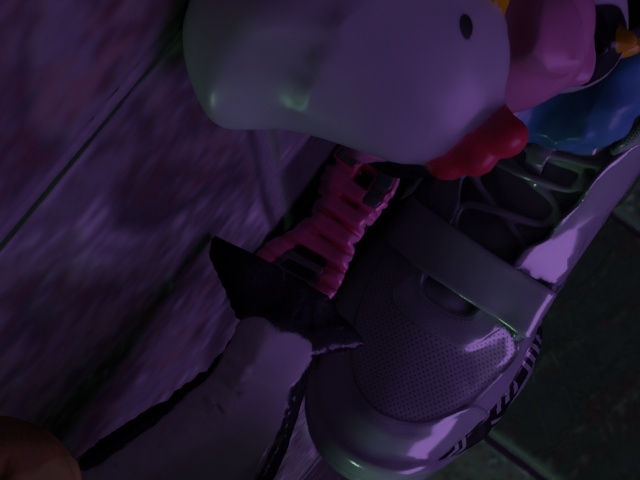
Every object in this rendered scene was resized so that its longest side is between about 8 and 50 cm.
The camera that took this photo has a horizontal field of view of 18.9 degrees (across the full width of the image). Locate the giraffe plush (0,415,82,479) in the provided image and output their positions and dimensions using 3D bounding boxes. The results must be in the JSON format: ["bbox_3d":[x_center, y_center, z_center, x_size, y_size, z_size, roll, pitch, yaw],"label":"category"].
[{"bbox_3d":[-0.153,0.135,0.564,0.181,0.210,0.170,-52,-162,-26],"label":"giraffe plush"}]

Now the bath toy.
[{"bbox_3d":[0.061,-0.082,0.807,0.151,0.129,0.348,-56,168,11],"label":"bath toy"}]

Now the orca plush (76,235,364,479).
[{"bbox_3d":[-0.108,0.127,0.886,0.102,0.151,0.287,-2,-120,60],"label":"orca plush"}]

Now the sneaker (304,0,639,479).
[{"bbox_3d":[0.110,-0.030,1.155,0.366,0.137,0.210,-55,169,-22],"label":"sneaker"}]

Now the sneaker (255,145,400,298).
[{"bbox_3d":[0.000,0.000,1.032,0.119,0.047,0.057,-51,180,-6],"label":"sneaker"}]
